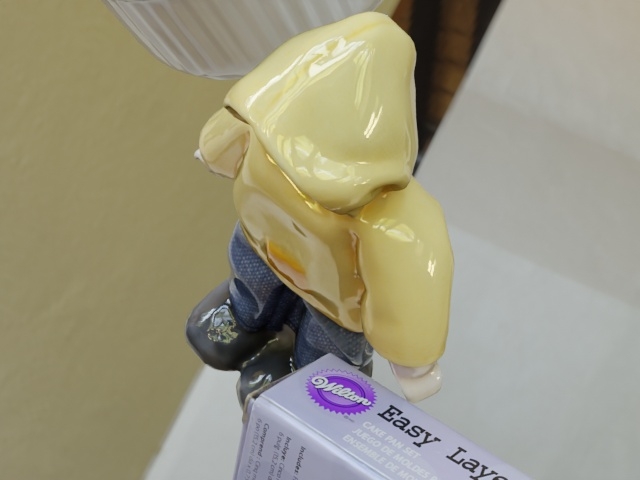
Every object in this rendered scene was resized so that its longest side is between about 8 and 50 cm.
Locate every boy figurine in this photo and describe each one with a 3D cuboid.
[{"bbox_3d":[0.000,0.000,0.747,0.177,0.092,0.285,51,-21,16],"label":"boy figurine"}]

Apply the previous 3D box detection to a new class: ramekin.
[{"bbox_3d":[-0.053,-0.238,1.177,0.273,0.273,0.127,10,-37,39],"label":"ramekin"}]

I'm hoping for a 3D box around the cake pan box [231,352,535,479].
[{"bbox_3d":[0.054,0.224,0.749,0.246,0.070,0.267,30,-55,29],"label":"cake pan box"}]
